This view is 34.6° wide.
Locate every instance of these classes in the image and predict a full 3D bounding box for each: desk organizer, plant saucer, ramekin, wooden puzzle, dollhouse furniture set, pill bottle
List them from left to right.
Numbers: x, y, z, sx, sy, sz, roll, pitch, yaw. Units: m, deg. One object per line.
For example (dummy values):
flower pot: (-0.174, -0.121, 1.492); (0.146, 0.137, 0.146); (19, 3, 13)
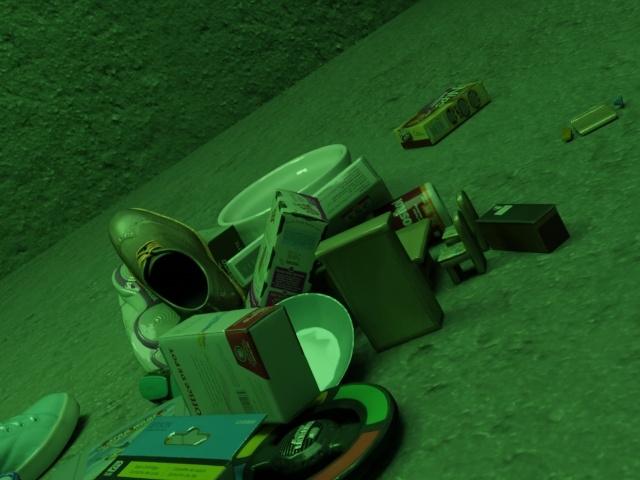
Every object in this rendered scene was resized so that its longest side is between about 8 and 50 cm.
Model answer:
plant saucer: (-0.032, 0.162, 1.361); (0.195, 0.037, 0.195); (-20, 46, 23)
ramekin: (-0.041, -0.052, 1.921); (0.277, 0.135, 0.277); (-28, 16, 9)
dollhouse furniture set: (0.099, 0.015, 1.429); (0.212, 0.161, 0.242); (-24, 17, 21)
pill bottle: (0.127, -0.022, 1.627); (0.152, 0.086, 0.086); (-29, 16, 9)
desk organizer: (0.277, -0.017, 1.414); (0.047, 0.050, 0.130); (-37, 17, -21)
wooden puzzle: (0.455, -0.201, 1.717); (0.116, 0.014, 0.078); (-26, 21, 16)

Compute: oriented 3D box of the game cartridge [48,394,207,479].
game cartridge: (-0.246, 0.300, 1.383); (0.297, 0.062, 0.198); (-30, 20, 2)

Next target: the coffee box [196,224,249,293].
coffee box: (-0.227, 0.065, 1.886); (0.098, 0.141, 0.246); (-40, 18, -35)

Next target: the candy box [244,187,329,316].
candy box: (-0.056, 0.056, 1.496); (0.071, 0.233, 0.159); (13, 14, -9)

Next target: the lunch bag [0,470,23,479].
lunch bag: (-0.490, 0.416, 1.402); (0.219, 0.090, 0.176); (-31, 13, -5)

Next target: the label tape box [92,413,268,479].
label tape box: (-0.202, 0.334, 1.107); (0.241, 0.106, 0.334); (-12, 24, 49)

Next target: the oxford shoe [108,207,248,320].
oxford shoe: (-0.249, 0.030, 1.680); (0.364, 0.133, 0.130); (34, 84, 37)

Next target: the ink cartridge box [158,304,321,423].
ink cartridge box: (-0.103, 0.154, 1.269); (0.175, 0.127, 0.072); (-9, 18, 45)

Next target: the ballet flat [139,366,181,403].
ballet flat: (-0.205, 0.217, 1.551); (0.070, 0.070, 0.188); (-40, 23, -31)

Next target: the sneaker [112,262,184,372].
sneaker: (-0.277, 0.158, 1.785); (0.114, 0.152, 0.305); (-15, 35, -13)

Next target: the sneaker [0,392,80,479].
sneaker: (-0.526, 0.330, 1.603); (0.135, 0.150, 0.366); (-16, 21, 38)

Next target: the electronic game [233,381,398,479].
electronic game: (-0.015, 0.238, 1.171); (0.229, 0.048, 0.229); (-28, 16, 9)

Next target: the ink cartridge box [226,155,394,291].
ink cartridge box: (0.000, 0.000, 1.692); (0.275, 0.060, 0.239); (-38, -21, 2)

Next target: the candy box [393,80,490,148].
candy box: (0.258, -0.266, 2.180); (0.187, 0.053, 0.109); (-39, 18, -24)
